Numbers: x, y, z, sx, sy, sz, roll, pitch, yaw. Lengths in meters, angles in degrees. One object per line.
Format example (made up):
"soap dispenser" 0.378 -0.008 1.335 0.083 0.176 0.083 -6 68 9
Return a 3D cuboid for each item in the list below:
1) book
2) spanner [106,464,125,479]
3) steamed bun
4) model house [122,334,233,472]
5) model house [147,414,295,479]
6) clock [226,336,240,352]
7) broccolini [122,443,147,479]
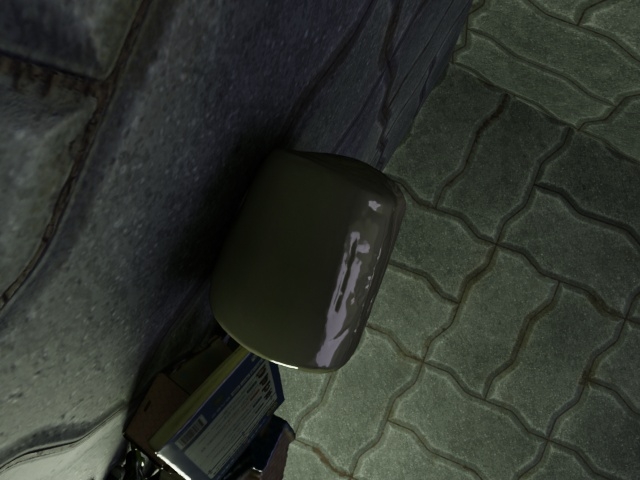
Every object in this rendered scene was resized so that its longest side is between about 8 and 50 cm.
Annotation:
"book" -0.196 0.390 1.005 0.300 0.039 0.427 -45 155 -29
"spanner" -0.532 0.656 1.063 0.324 0.040 0.096 -62 172 21
"steamed bun" -0.022 0.015 0.858 0.456 0.290 0.370 14 96 -77
"model house" -0.318 0.400 1.042 0.244 0.169 0.325 -39 156 -51
"model house" -0.353 0.724 1.562 0.445 0.395 0.399 -17 126 -60
"clock" -0.210 0.257 1.260 0.319 0.066 0.318 -156 -90 -85
"broccolini" -0.429 0.535 1.071 0.068 0.091 0.202 -2 129 -41
